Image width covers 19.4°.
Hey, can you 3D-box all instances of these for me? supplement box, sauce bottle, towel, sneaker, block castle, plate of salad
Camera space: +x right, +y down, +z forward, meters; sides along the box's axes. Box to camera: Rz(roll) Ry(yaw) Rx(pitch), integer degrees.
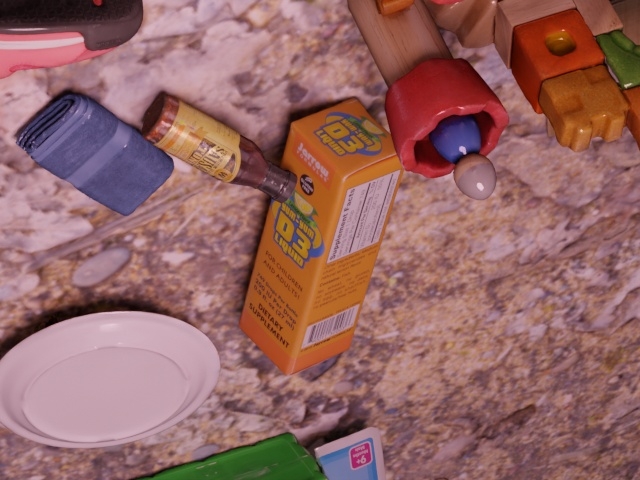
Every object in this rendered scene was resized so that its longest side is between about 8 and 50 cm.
[{"bbox_3d":[0.000,0.000,1.545,0.080,0.078,0.233,-20,142,-37],"label":"supplement box"},{"bbox_3d":[-0.076,-0.068,1.449,0.128,0.042,0.042,27,119,-22],"label":"sauce bottle"},{"bbox_3d":[-0.170,-0.068,1.436,0.067,0.029,0.119,-39,137,14],"label":"towel"},{"bbox_3d":[-0.279,-0.137,1.269,0.314,0.116,0.136,-6,146,-13],"label":"sneaker"},{"bbox_3d":[0.248,-0.216,1.314,0.453,0.213,0.303,-19,151,-11],"label":"block castle"},{"bbox_3d":[-0.185,0.114,1.604,0.200,0.048,0.200,-8,142,-7],"label":"plate of salad"}]

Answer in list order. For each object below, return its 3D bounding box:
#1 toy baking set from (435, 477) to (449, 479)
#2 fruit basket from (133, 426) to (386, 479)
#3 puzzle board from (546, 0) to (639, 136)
[{"bbox_3d":[0.088,0.340,1.992,0.197,0.030,0.256,-35,139,10],"label":"toy baking set"},{"bbox_3d":[-0.065,0.378,1.777,0.327,0.165,0.353,-15,108,-16],"label":"fruit basket"},{"bbox_3d":[0.232,-0.149,1.575,0.096,0.011,0.128,-19,138,-7],"label":"puzzle board"}]
